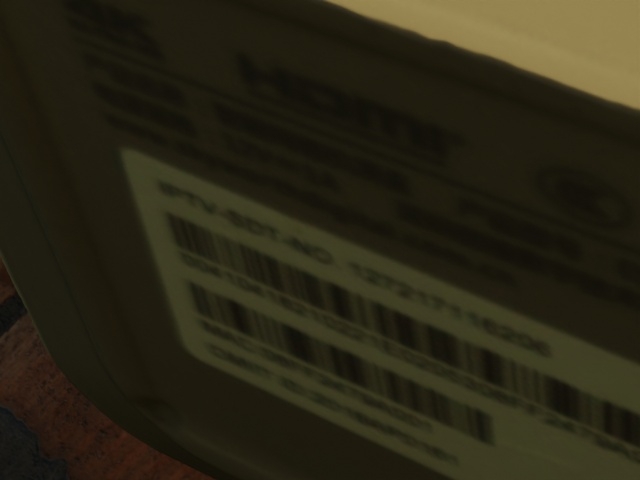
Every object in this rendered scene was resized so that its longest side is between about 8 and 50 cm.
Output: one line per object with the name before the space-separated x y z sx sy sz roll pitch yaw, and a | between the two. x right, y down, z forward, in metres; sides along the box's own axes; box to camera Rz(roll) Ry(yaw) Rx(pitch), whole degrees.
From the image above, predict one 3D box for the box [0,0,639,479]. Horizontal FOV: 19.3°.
box | 0.046 -0.002 0.486 0.367 0.090 0.373 21 151 24
